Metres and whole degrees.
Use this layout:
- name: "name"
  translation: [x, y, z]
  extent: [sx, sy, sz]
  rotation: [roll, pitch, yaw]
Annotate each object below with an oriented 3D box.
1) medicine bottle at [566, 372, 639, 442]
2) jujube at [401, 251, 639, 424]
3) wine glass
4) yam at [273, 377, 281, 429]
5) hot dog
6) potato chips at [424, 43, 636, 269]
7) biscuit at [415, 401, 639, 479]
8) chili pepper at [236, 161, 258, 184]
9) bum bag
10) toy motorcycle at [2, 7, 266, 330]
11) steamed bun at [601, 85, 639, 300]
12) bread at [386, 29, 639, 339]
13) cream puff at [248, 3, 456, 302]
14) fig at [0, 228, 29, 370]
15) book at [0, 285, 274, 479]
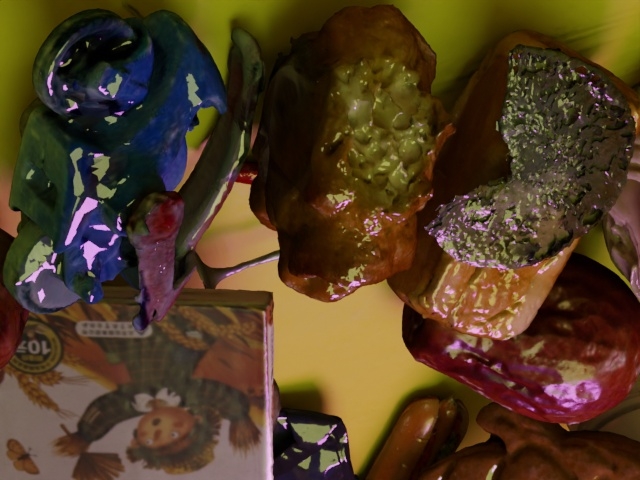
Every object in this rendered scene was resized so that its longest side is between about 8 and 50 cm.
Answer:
- name: "medicine bottle"
  translation: [0.396, 0.288, 1.982]
  extent: [0.170, 0.293, 0.170]
  rotation: [-12, 137, -11]
- name: "jujube"
  translation: [0.220, 0.096, 1.806]
  extent: [0.255, 0.190, 0.190]
  rotation: [11, 128, -15]
- name: "wine glass"
  translation: [0.000, 0.000, 1.699]
  extent: [0.262, 0.074, 0.074]
  rotation: [-18, 137, -8]
- name: "yam"
  translation: [-0.166, 0.259, 1.845]
  extent: [0.133, 0.133, 0.330]
  rotation: [26, 114, -39]
- name: "hot dog"
  translation: [0.112, 0.266, 2.009]
  extent: [0.092, 0.062, 0.236]
  rotation: [6, 129, -23]
- name: "potato chips"
  translation: [0.196, -0.065, 1.543]
  extent: [0.220, 0.029, 0.202]
  rotation: [-49, 125, 1]
- name: "biscuit"
  translation: [0.255, 0.345, 1.873]
  extent: [0.394, 0.350, 0.070]
  rotation: [-21, -178, 37]
- name: "chili pepper"
  translation: [-0.025, -0.069, 1.648]
  extent: [0.178, 0.027, 0.045]
  rotation: [-2, 134, -18]
- name: "bum bag"
  translation: [-0.014, 0.298, 1.978]
  extent: [0.137, 0.074, 0.310]
  rotation: [-7, 132, 10]
- name: "toy motorcycle"
  translation: [-0.178, -0.084, 1.502]
  extent: [0.182, 0.241, 0.319]
  rotation: [24, 125, 10]
- name: "steamed bun"
  translation: [0.422, -0.042, 1.734]
  extent: [0.276, 0.203, 0.289]
  rotation: [2, 130, -24]
- name: "bread"
  translation: [0.188, -0.048, 1.638]
  extent: [0.167, 0.132, 0.294]
  rotation: [17, 107, -35]
- name: "cream puff"
  translation: [0.021, -0.085, 1.514]
  extent: [0.155, 0.241, 0.269]
  rotation: [13, 110, -27]
- name: "fig"
  translation: [-0.368, 0.031, 1.539]
  extent: [0.230, 0.160, 0.143]
  rotation: [36, 124, -11]
- name: "book"
  translation: [-0.196, 0.238, 1.731]
  extent: [0.300, 0.039, 0.428]
  rotation: [1, 118, 1]
